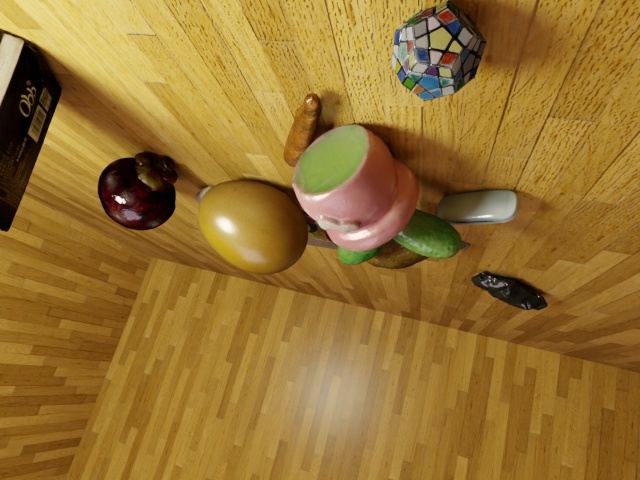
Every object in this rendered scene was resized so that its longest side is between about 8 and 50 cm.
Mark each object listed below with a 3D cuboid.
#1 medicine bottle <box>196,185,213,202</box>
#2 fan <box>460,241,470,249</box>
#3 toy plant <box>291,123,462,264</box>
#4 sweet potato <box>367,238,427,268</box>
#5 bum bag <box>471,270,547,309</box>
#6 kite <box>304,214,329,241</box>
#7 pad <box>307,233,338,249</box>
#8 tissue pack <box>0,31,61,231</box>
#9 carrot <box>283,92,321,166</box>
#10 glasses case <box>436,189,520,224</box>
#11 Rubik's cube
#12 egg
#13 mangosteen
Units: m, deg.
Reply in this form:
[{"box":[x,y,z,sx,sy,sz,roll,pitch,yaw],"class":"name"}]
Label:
[{"box":[-0.369,-0.147,1.361,0.052,0.052,0.089,27,161,-35],"class":"medicine bottle"},{"box":[0.363,0.019,1.298,0.131,0.009,0.220,19,164,-11],"class":"fan"},{"box":[0.091,-0.065,0.878,0.316,0.211,0.356,-8,153,36],"class":"toy plant"},{"box":[0.193,0.008,1.168,0.157,0.158,0.369,20,163,-14],"class":"sweet potato"},{"box":[0.671,0.187,1.450,0.326,0.080,0.142,23,167,-26],"class":"bum bag"},{"box":[-0.125,-0.065,1.477,0.377,0.013,0.327,26,162,-34],"class":"kite"},{"box":[0.000,0.000,1.601,0.265,0.002,0.176,9,163,25],"class":"pad"},{"box":[-0.686,-0.225,0.831,0.198,0.371,0.210,13,164,-8],"class":"tissue pack"},{"box":[-0.033,-0.211,0.801,0.059,0.059,0.248,18,161,-7],"class":"carrot"},{"box":[0.336,-0.070,0.899,0.178,0.068,0.045,0,158,45],"class":"glasses case"},{"box":[0.140,-0.227,0.502,0.093,0.111,0.111,36,176,29],"class":"Rubik's cube"},{"box":[-0.189,-0.042,1.182,0.322,0.250,0.250,30,162,-9],"class":"egg"},{"box":[-0.528,-0.158,1.242,0.265,0.228,0.228,-42,133,22],"class":"mangosteen"}]
